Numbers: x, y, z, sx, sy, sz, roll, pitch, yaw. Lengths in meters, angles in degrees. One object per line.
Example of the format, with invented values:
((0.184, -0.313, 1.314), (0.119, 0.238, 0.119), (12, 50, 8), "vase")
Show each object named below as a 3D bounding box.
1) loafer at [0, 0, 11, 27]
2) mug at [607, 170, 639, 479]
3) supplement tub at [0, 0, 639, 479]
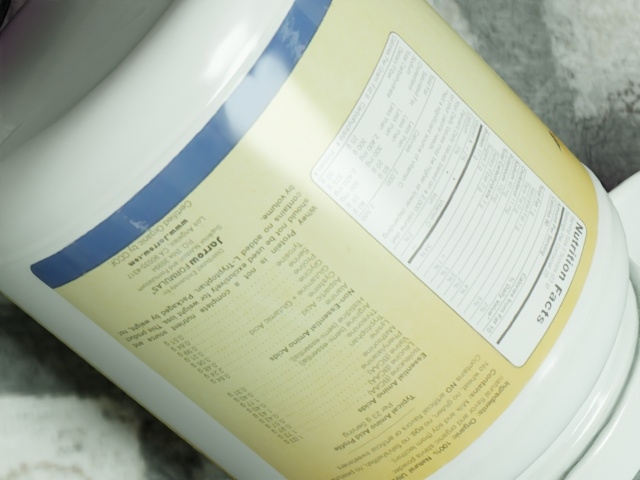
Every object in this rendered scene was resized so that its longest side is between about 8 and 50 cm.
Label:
((-0.174, -0.167, 0.824), (0.078, 0.076, 0.223), (11, 63, -1), "loafer")
((0.279, 0.175, 1.015), (0.328, 0.276, 0.374), (47, 65, -35), "mug")
((0.000, 0.000, 0.820), (0.316, 0.228, 0.228), (43, 53, -26), "supplement tub")
